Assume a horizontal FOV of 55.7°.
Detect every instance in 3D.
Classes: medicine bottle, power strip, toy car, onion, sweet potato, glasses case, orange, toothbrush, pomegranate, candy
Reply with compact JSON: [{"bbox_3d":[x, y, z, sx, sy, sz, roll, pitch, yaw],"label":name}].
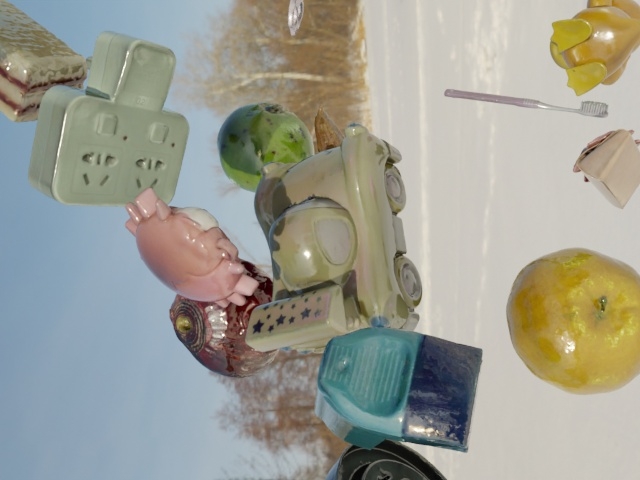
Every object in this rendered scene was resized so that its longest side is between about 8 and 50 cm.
[{"bbox_3d":[0.055,0.142,0.543,0.258,0.124,0.079,99,-175,-68],"label":"medicine bottle"},{"bbox_3d":[-0.330,-0.192,0.956,0.229,0.141,0.261,-3,-67,-56],"label":"power strip"},{"bbox_3d":[0.000,0.000,0.946,0.226,0.242,0.336,14,-116,-50],"label":"toy car"},{"bbox_3d":[-0.164,0.156,1.246,0.207,0.216,0.206,47,123,31],"label":"onion"},{"bbox_3d":[0.022,-0.216,1.315,0.206,0.068,0.060,65,-167,-50],"label":"sweet potato"},{"bbox_3d":[0.441,-0.125,0.921,0.193,0.070,0.102,16,-74,-53],"label":"glasses case"},{"bbox_3d":[0.490,0.154,1.152,0.235,0.279,0.279,87,-179,-71],"label":"orange"},{"bbox_3d":[0.440,-0.307,1.322,0.024,0.354,0.029,-50,-36,-37],"label":"toothbrush"},{"bbox_3d":[-0.133,-0.187,1.463,0.236,0.236,0.302,-89,3,-46],"label":"pomegranate"},{"bbox_3d":[-0.647,-0.384,1.232,0.135,0.320,0.179,-57,-11,26],"label":"candy"}]

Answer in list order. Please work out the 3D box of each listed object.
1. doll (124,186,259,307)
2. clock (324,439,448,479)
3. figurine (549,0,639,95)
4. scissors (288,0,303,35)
[{"bbox_3d":[-0.190,0.021,0.852,0.211,0.262,0.093,46,-119,-16],"label":"doll"},{"bbox_3d":[0.123,0.428,0.913,0.055,0.280,0.280,-53,15,24],"label":"clock"},{"bbox_3d":[0.597,-0.428,1.288,0.228,0.215,0.215,-56,-37,-62],"label":"figurine"},{"bbox_3d":[-0.040,-0.466,1.076,0.100,0.015,0.189,-74,-8,-57],"label":"scissors"}]
